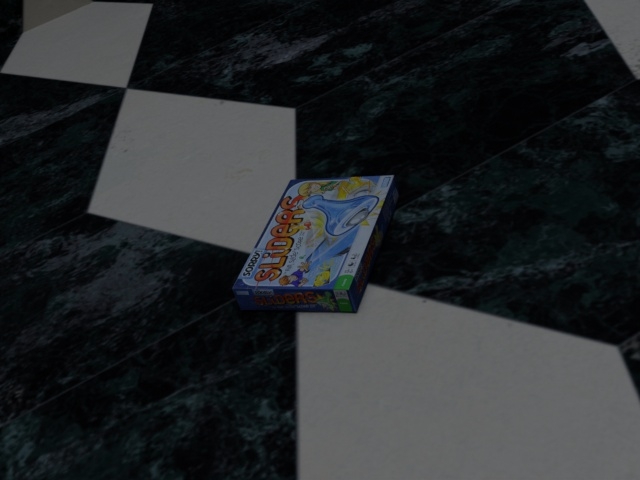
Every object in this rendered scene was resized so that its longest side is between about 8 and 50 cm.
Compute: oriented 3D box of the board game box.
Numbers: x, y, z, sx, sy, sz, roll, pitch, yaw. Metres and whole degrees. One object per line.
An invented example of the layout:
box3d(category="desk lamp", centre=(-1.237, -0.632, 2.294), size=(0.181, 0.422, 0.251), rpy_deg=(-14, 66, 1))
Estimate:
box3d(category="board game box", centre=(0.000, 0.000, 1.033), size=(0.136, 0.035, 0.201), rpy_deg=(-2, 39, 22))
